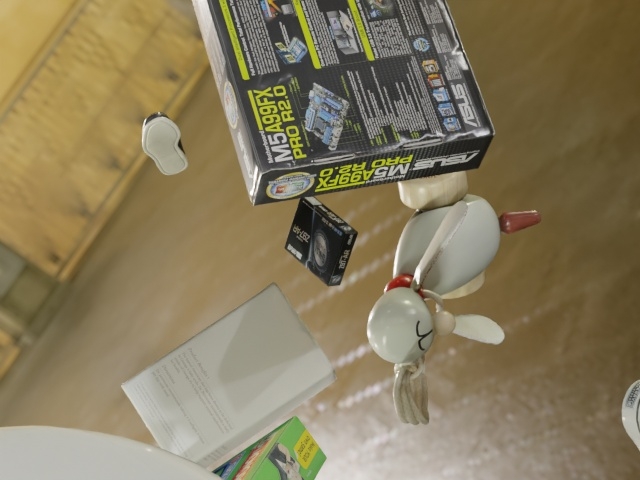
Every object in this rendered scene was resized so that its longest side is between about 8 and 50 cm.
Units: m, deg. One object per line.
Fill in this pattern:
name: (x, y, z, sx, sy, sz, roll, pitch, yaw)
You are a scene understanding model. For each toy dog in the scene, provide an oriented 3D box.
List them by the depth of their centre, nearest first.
toy dog: (0.160, 0.032, 1.807, 0.161, 0.220, 0.334, -7, 45, 18)

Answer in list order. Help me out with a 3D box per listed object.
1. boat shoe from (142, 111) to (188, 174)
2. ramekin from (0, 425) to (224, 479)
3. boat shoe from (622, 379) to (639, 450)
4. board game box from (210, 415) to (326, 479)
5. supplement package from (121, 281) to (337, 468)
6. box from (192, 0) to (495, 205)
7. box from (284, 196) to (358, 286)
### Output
boat shoe: (-0.178, -0.117, 1.807, 0.046, 0.038, 0.125, -23, -23, 1)
ramekin: (-0.119, 0.203, 0.621, 0.277, 0.277, 0.135, -67, -17, -45)
boat shoe: (0.398, 0.225, 1.758, 0.070, 0.219, 0.078, 15, 72, 37)
board game box: (-0.122, 0.246, 1.107, 0.213, 0.046, 0.317, -35, 4, 19)
supplement package: (-0.086, 0.138, 1.554, 0.179, 0.105, 0.105, -33, -11, -4)
box: (0.011, -0.175, 1.428, 0.060, 0.216, 0.270, 107, 148, -60)
box: (0.000, 0.000, 1.716, 0.083, 0.018, 0.067, 41, 122, 39)
